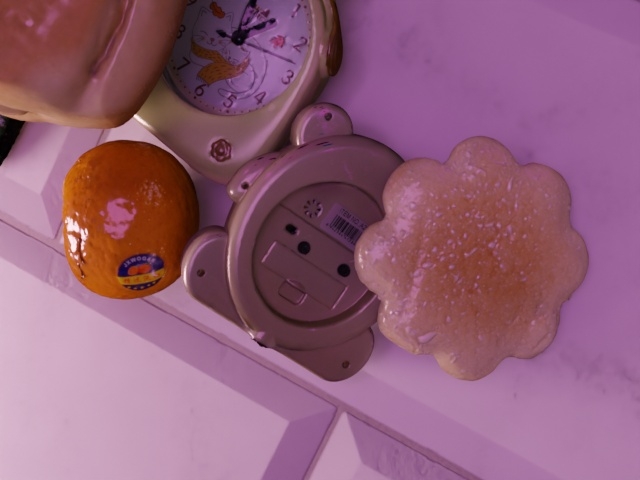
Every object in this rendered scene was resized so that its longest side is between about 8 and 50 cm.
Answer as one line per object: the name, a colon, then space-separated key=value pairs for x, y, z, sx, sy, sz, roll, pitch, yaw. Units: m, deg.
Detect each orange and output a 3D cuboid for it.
orange: x=-0.260 y=-0.029 z=1.342 sx=0.193 sy=0.219 sz=0.219 roll=-17 pitch=84 yaw=-21

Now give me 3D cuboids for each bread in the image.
bread: x=-0.345 y=-0.335 z=1.220 sx=0.348 sy=0.253 sz=0.375 roll=15 pitch=95 yaw=-28
bread: x=0.198 y=0.024 z=1.244 sx=0.316 sy=0.054 sz=0.315 roll=-2 pitch=100 yaw=-10

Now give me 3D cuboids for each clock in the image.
clock: x=0.000 y=0.000 z=1.281 sx=0.284 sy=0.114 sz=0.309 roll=34 pitch=92 yaw=-13
clock: x=-0.108 y=-0.270 z=1.353 sx=0.286 sy=0.117 sz=0.348 roll=41 pitch=98 yaw=12

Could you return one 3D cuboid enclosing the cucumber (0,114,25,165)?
cucumber: x=-0.462 y=-0.221 z=1.472 sx=0.068 sy=0.067 sz=0.293 roll=22 pitch=96 yaw=14
